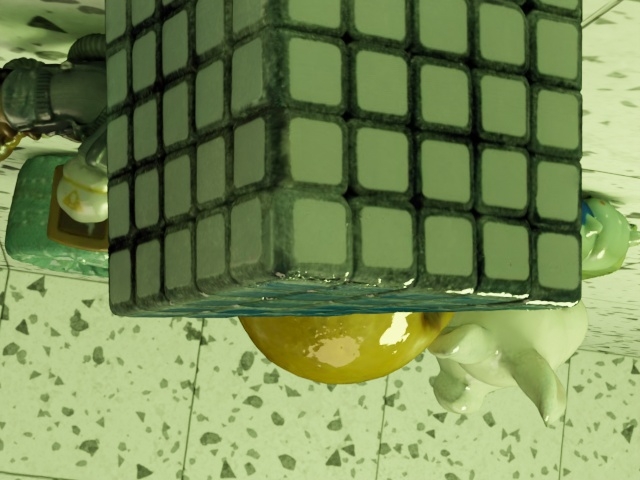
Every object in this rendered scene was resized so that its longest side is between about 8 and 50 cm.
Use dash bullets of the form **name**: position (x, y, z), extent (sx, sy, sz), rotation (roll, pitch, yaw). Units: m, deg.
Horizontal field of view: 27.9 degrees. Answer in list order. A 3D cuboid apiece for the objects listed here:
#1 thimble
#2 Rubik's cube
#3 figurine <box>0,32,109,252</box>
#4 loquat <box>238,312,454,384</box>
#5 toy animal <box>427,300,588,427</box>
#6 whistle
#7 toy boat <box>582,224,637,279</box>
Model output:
- **thimble**: position (-0.322, -0.029, 1.742), extent (0.198, 0.143, 0.235), rotation (12, 170, -22)
- **Rubik's cube**: position (0.009, -0.070, 0.832), extent (0.237, 0.238, 0.237), rotation (3, 172, -34)
- **figurine**: position (-0.122, -0.079, 1.078), extent (0.382, 0.186, 0.261), rotation (3, -167, 9)
- **loquat**: position (0.020, 0.029, 1.461), extent (0.275, 0.274, 0.275), rotation (7, 171, 1)
- **toy animal**: position (0.232, 0.135, 1.702), extent (0.196, 0.241, 0.367), rotation (25, -179, 2)
- **whistle**: position (0.278, -0.017, 1.515), extent (0.244, 0.092, 0.110), rotation (10, 172, -30)
- **toy boat**: position (0.362, 0.021, 1.814), extent (0.093, 0.055, 0.293), rotation (6, 172, -9)
